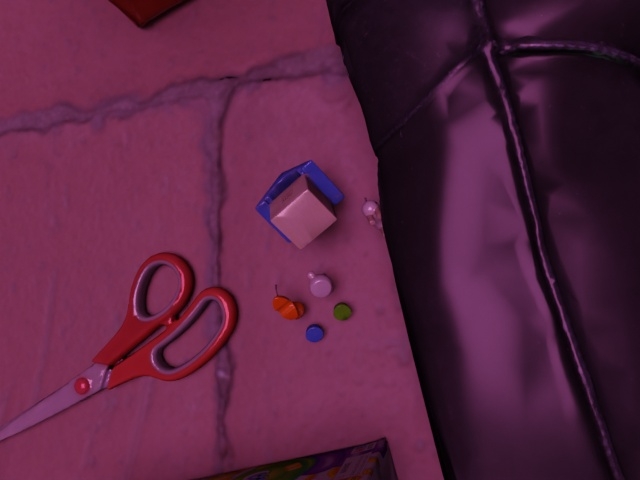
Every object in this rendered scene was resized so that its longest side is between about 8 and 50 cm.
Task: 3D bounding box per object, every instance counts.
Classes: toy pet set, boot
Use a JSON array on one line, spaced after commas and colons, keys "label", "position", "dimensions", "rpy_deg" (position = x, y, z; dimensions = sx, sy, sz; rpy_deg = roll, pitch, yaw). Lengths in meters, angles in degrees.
[{"label": "toy pet set", "position": [0.000, 0.000, 0.446], "dimensions": [0.122, 0.065, 0.114], "rpy_deg": [-40, 113, 12]}, {"label": "boot", "position": [0.219, -0.011, 0.332], "dimensions": [0.367, 0.146, 0.444], "rpy_deg": [-15, 82, 17]}]

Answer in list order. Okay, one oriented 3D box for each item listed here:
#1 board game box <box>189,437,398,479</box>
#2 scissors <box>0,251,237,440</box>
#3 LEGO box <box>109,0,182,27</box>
[{"label": "board game box", "position": [-0.073, 0.262, 0.394], "dimensions": [0.276, 0.142, 0.144], "rpy_deg": [-17, 82, 13]}, {"label": "scissors", "position": [-0.201, 0.134, 0.498], "dimensions": [0.297, 0.021, 0.109], "rpy_deg": [-45, 79, 7]}, {"label": "LEGO box", "position": [-0.036, -0.397, 0.307], "dimensions": [0.501, 0.372, 0.193], "rpy_deg": [-24, 81, 12]}]
